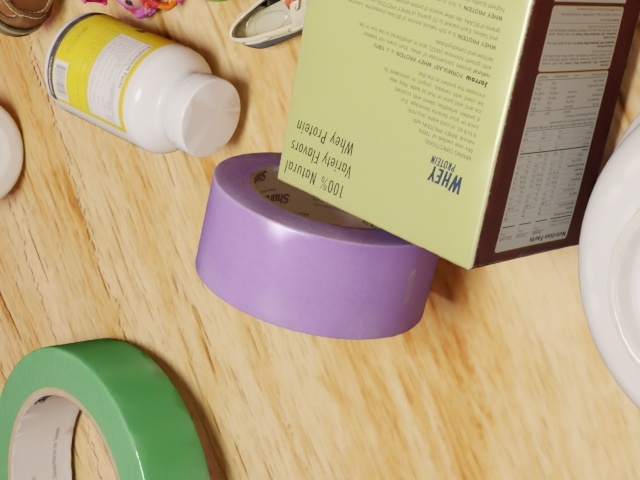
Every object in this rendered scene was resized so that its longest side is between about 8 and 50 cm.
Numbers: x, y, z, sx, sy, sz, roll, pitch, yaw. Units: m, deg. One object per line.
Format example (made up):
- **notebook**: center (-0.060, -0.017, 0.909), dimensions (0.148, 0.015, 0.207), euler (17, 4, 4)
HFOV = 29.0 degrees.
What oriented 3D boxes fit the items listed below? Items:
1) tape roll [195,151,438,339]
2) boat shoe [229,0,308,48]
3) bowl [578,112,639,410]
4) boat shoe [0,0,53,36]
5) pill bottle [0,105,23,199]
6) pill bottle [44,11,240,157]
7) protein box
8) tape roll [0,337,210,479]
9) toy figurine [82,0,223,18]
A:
- **tape roll**: center (0.000, 0.000, 0.981), dimensions (0.189, 0.189, 0.080), euler (27, 115, 34)
- **boat shoe**: center (-0.021, -0.203, 1.057), dimensions (0.137, 0.043, 0.049), euler (-24, 80, 40)
- **bowl**: center (0.277, 0.025, 0.784), dimensions (0.297, 0.134, 0.298), euler (8, 103, 39)
- **boat shoe**: center (-0.315, -0.363, 1.234), dimensions (0.104, 0.110, 0.307), euler (-11, 91, 43)
- **pill bottle**: center (-0.446, -0.100, 1.391), dimensions (0.221, 0.121, 0.121), euler (5, 101, 40)
- **pill bottle**: center (-0.164, -0.141, 1.152), dimensions (0.184, 0.103, 0.103), euler (26, 115, 34)
- **protein box**: center (0.097, -0.113, 0.902), dimensions (0.199, 0.136, 0.201), euler (27, 115, 40)
- **tape roll**: center (-0.233, 0.264, 1.276), dimensions (0.321, 0.077, 0.321), euler (7, 100, 47)
- **toy figurine**: center (-0.169, -0.262, 1.151), dimensions (0.173, 0.130, 0.159), euler (50, 145, -8)
